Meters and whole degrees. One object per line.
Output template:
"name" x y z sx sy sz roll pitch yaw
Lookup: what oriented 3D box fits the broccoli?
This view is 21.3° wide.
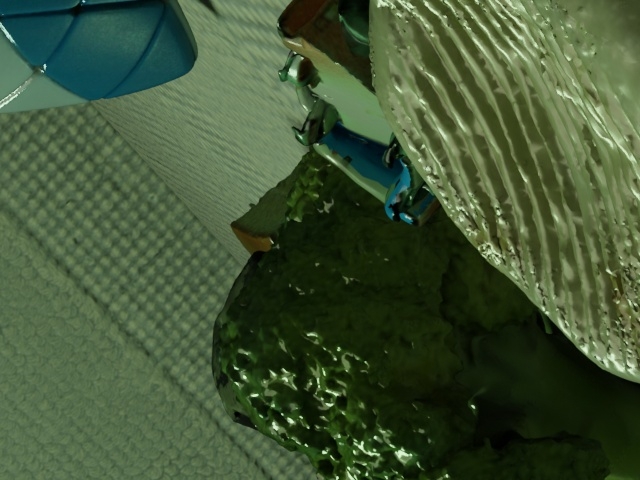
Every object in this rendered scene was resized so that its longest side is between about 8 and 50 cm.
"broccoli" 0.097 0.064 0.921 0.302 0.186 0.254 26 -152 3

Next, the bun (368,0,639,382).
"bun" 0.095 -0.048 0.491 0.183 0.102 0.183 46 156 27

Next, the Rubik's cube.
"Rubik's cube" -0.240 -0.196 1.191 0.254 0.254 0.254 45 173 7

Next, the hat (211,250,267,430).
"hat" -0.004 0.069 1.151 0.128 0.266 0.265 2 -165 -26

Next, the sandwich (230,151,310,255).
"sandwich" 0.000 0.000 1.400 0.096 0.094 0.258 41 173 26

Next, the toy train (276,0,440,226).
"toy train" 0.039 -0.073 0.706 0.072 0.099 0.188 41 172 13
